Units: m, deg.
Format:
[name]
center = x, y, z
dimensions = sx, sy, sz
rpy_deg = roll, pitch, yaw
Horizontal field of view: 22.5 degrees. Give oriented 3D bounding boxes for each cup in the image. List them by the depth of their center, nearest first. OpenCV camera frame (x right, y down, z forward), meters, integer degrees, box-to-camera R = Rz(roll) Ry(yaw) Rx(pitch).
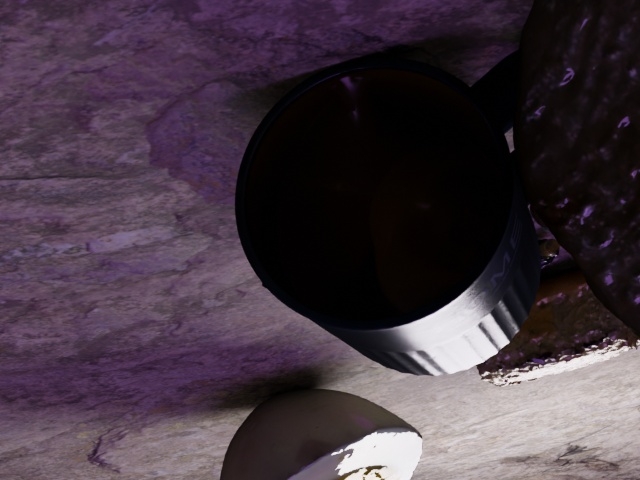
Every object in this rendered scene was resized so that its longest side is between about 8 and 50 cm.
[cup]
center = 0.089, -0.034, 1.501
dimensions = 0.242, 0.308, 0.292
rpy_deg = 17, 169, 19

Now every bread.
[bread]
center = 0.311, 0.114, 2.132
dimensions = 0.245, 0.121, 0.174
rpy_deg = -21, 166, 18

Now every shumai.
[shumai]
center = 0.369, -0.102, 1.329
dimensions = 0.324, 0.398, 0.323
rpy_deg = -27, -178, 33

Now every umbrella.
[umbrella]
center = 0.250, 0.028, 1.981
dimensions = 0.037, 0.040, 0.144
rpy_deg = -9, 165, -28

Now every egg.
[egg]
center = -0.032, 0.329, 2.419
dimensions = 0.337, 0.201, 0.337
rpy_deg = -28, 150, -18

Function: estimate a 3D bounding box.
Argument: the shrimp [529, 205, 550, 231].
[shrimp]
center = 0.320, -0.042, 1.740
dimensions = 0.079, 0.090, 0.233
rpy_deg = 29, 154, -33
